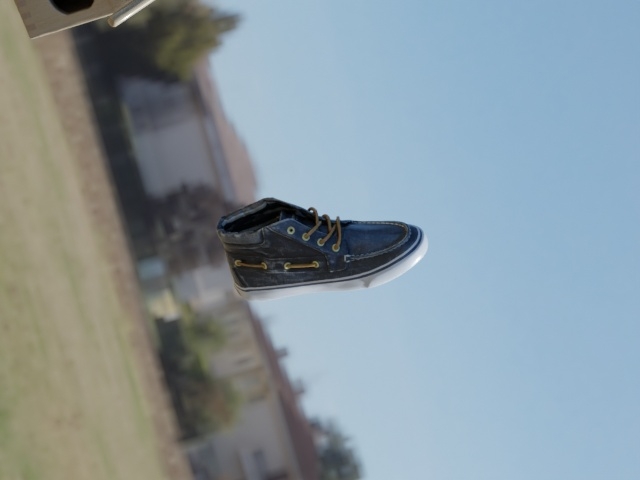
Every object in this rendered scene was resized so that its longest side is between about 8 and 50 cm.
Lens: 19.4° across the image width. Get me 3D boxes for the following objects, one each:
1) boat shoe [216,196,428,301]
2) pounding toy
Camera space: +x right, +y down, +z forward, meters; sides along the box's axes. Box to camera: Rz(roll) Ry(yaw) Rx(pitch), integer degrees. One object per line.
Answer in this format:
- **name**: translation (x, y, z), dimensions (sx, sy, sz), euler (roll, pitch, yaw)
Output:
- **boat shoe**: translation (0.000, 0.000, 1.676), dimensions (0.065, 0.183, 0.083), euler (-89, 163, -50)
- **pounding toy**: translation (-0.222, -0.292, 1.966), dimensions (0.181, 0.206, 0.094), euler (-79, 151, -66)
